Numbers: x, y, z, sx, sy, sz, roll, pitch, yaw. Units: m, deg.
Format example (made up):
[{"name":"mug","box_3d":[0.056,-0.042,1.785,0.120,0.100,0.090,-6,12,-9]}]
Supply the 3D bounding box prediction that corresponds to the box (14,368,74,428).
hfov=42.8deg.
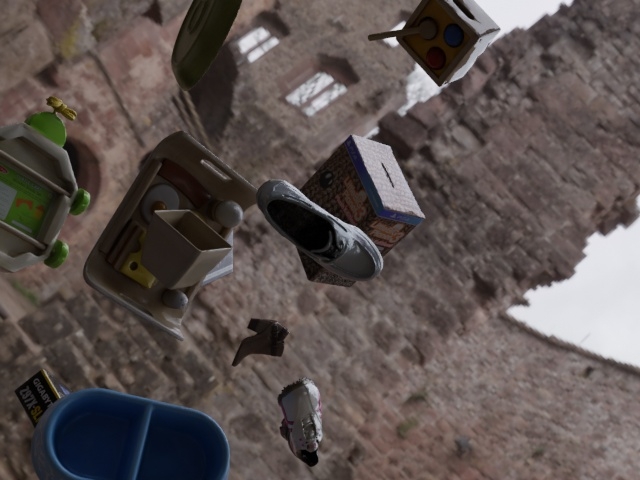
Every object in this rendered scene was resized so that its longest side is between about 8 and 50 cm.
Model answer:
[{"name":"box","box_3d":[-0.476,0.431,1.693,0.257,0.079,0.322,44,-12,31]}]

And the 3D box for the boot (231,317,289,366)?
[{"name":"boot","box_3d":[-0.117,0.212,1.632,0.086,0.119,0.042,24,5,-6]}]

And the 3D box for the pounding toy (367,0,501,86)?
[{"name":"pounding toy","box_3d":[0.176,-0.325,1.285,0.141,0.100,0.130,50,-44,11]}]

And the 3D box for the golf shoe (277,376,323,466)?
[{"name":"golf shoe","box_3d":[-0.022,0.286,1.291,0.086,0.067,0.186,53,-23,35]}]

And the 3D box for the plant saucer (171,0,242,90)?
[{"name":"plant saucer","box_3d":[-0.192,-0.366,1.358,0.037,0.241,0.241,23,-3,-25]}]

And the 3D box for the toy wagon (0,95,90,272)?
[{"name":"toy wagon","box_3d":[-0.568,-0.115,1.562,0.068,0.345,0.267,-2,-28,38]}]

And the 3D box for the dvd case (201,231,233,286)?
[{"name":"dvd case","box_3d":[-0.254,-0.014,1.952,0.018,0.164,0.221,6,-77,21]}]

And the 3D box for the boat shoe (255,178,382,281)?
[{"name":"boat shoe","box_3d":[0.000,-0.001,1.187,0.227,0.079,0.081,36,15,-19]}]

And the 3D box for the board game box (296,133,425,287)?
[{"name":"board game box","box_3d":[0.072,-0.066,1.983,0.141,0.291,0.232,11,45,-41]}]

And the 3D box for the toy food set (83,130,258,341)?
[{"name":"toy food set","box_3d":[-0.247,-0.005,1.430,0.219,0.306,0.092,38,-16,-36]}]

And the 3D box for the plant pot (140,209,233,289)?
[{"name":"plant pot","box_3d":[-0.232,0.020,1.354,0.109,0.096,0.109,38,17,17]}]

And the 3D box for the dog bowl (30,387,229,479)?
[{"name":"dog bowl","box_3d":[-0.269,0.307,1.199,0.297,0.166,0.074,17,-29,-14]}]
